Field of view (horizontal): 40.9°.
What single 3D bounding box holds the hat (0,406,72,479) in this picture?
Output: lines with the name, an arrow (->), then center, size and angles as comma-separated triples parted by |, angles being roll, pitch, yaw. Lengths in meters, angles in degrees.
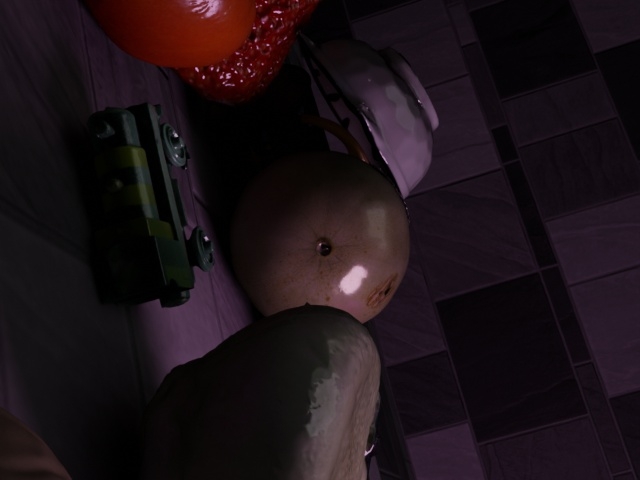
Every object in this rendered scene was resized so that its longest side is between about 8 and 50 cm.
hat -> -0.162, 0.118, 0.318 | 0.173, 0.144, 0.166 | 126, -52, -70

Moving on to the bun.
bun -> -0.062, 0.185, 0.696 | 0.293, 0.187, 0.293 | 6, 90, -78

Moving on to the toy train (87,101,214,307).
toy train -> -0.165, -0.037, 0.801 | 0.132, 0.083, 0.200 | 25, 48, -77

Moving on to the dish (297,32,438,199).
dish -> 0.093, -0.206, 1.314 | 0.303, 0.120, 0.303 | 57, 0, 0

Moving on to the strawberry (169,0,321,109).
strawberry -> -0.118, -0.362, 1.272 | 0.312, 0.267, 0.351 | 27, 63, -57

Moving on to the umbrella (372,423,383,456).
umbrella -> 0.053, 0.290, 1.604 | 0.106, 0.113, 0.358 | 45, -19, 53

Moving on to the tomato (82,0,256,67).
tomato -> -0.179, -0.313, 0.944 | 0.260, 0.180, 0.260 | -17, 90, -86

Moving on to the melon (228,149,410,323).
melon -> 0.000, 0.000, 1.249 | 0.330, 0.268, 0.268 | -123, -164, -88

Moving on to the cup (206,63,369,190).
cup -> -0.048, -0.123, 1.422 | 0.255, 0.178, 0.256 | 48, -16, 50
